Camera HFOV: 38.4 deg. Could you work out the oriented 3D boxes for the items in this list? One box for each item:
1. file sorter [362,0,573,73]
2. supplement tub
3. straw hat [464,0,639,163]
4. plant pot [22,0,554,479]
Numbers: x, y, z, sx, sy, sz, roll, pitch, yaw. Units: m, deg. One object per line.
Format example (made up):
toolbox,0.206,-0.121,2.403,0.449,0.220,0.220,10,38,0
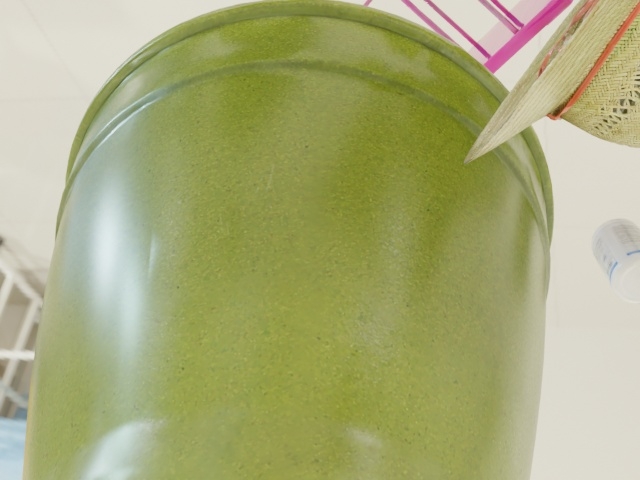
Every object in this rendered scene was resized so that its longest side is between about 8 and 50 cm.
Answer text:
file sorter,0.179,-0.315,1.214,0.182,0.202,0.291,41,131,-8
supplement tub,0.391,0.025,1.165,0.071,0.107,0.071,0,119,0
straw hat,0.124,-0.069,0.374,0.061,0.144,0.144,36,146,2
plant pot,-0.022,0.095,0.559,0.367,0.353,0.366,2,127,3
